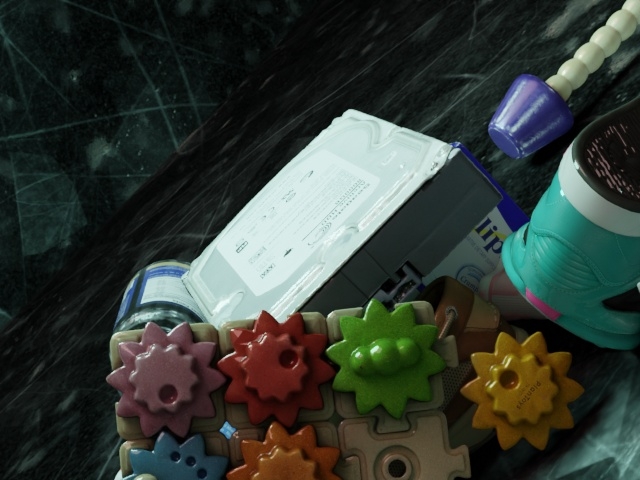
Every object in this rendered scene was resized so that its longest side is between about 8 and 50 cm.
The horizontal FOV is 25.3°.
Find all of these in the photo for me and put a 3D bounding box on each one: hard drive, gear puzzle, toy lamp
[{"bbox_3d":[0.000,0.000,1.212,0.237,0.064,0.339,-45,17,-1],"label":"hard drive"},{"bbox_3d":[0.019,0.130,1.007,0.339,0.175,0.044,-6,-8,2],"label":"gear puzzle"},{"bbox_3d":[0.283,-0.192,1.476,0.274,0.080,0.080,-43,16,-10],"label":"toy lamp"}]

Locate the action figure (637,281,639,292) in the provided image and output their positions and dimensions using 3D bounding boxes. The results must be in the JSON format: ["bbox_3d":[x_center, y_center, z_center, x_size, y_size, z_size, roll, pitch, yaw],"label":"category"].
[{"bbox_3d":[0.272,0.020,0.832,0.164,0.141,0.276,-30,17,33],"label":"action figure"}]

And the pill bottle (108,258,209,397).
[{"bbox_3d":[-0.187,0.116,1.707,0.123,0.123,0.219,-39,17,14],"label":"pill bottle"}]

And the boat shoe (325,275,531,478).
[{"bbox_3d":[0.024,0.159,1.088,0.324,0.120,0.122,-47,17,-16],"label":"boat shoe"}]

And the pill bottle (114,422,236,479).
[{"bbox_3d":[-0.076,0.172,1.293,0.124,0.124,0.221,-19,28,55],"label":"pill bottle"}]

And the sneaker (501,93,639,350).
[{"bbox_3d":[0.235,-0.011,1.049,0.295,0.124,0.178,-21,-31,-46],"label":"sneaker"}]

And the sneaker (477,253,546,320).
[{"bbox_3d":[0.180,0.034,1.188,0.070,0.051,0.134,-2,15,23],"label":"sneaker"}]

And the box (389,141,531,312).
[{"bbox_3d":[0.109,0.003,1.282,0.137,0.126,0.072,-51,16,-25],"label":"box"}]
